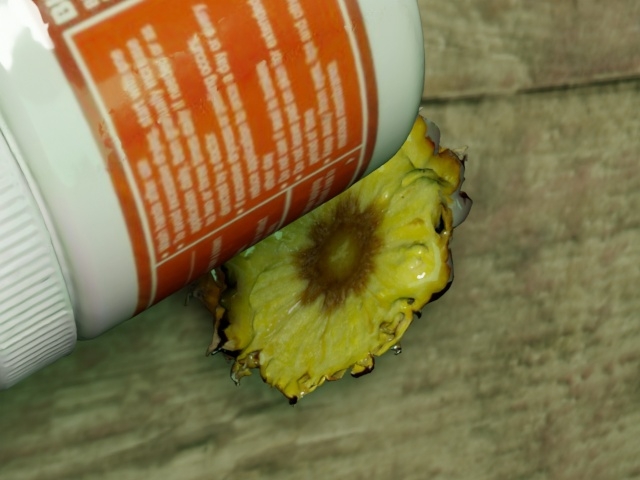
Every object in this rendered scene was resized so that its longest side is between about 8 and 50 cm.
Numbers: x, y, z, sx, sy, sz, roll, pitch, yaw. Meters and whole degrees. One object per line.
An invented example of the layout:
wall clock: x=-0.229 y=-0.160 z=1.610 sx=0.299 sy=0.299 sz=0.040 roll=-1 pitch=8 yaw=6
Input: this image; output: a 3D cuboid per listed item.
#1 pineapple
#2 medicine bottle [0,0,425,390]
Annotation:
pineapple: x=0.000 y=0.000 z=1.002 sx=0.225 sy=0.076 sz=0.224 roll=-21 pitch=127 yaw=-30
medicine bottle: x=-0.113 y=-0.094 z=0.740 sx=0.241 sy=0.252 sz=0.252 roll=-32 pitch=130 yaw=-20
